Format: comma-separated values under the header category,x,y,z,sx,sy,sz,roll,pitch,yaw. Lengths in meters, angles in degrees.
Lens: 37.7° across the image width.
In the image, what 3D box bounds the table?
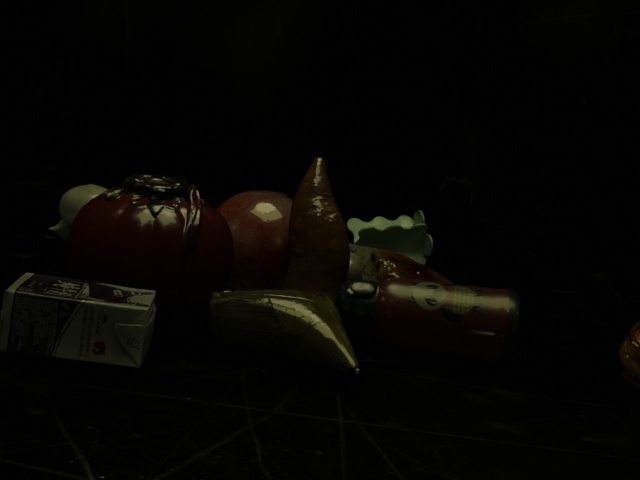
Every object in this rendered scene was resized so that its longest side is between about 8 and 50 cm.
category,x,y,z,sx,sy,sz,roll,pitch,yaw
table,0.174,0.006,2.495,0.198,0.167,0.166,-3,13,-20

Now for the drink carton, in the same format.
category,x,y,z,sx,sy,sz,roll,pitch,yaw
drink carton,-0.377,0.125,1.479,0.222,0.102,0.134,9,7,-6

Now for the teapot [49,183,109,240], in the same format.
category,x,y,z,sx,sy,sz,roll,pitch,yaw
teapot,-0.508,-0.036,2.199,0.299,0.166,0.208,26,-22,42

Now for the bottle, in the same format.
category,x,y,z,sx,sy,sz,roll,pitch,yaw
bottle,0.192,0.145,1.730,0.336,0.144,0.144,6,9,4

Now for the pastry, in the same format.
category,x,y,z,sx,sy,sz,roll,pitch,yaw
pastry,0.178,0.098,1.928,0.218,0.100,0.229,34,20,20

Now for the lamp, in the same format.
category,x,y,z,sx,sy,sz,roll,pitch,yaw
lamp,-0.308,0.013,1.712,0.303,0.257,0.303,8,12,-2

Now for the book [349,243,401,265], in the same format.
category,x,y,z,sx,sy,sz,roll,pitch,yaw
book,0.028,0.050,2.330,0.310,0.021,0.217,11,25,16

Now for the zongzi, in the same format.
category,x,y,z,sx,sy,sz,roll,pitch,yaw
zongzi,-0.063,0.163,1.541,0.228,0.115,0.256,2,21,-13

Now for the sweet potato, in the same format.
category,x,y,z,sx,sy,sz,roll,pitch,yaw
sweet potato,-0.002,-0.001,1.828,0.131,0.337,0.131,6,-8,1

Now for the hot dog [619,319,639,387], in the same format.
category,x,y,z,sx,sy,sz,roll,pitch,yaw
hot dog,0.640,0.218,1.736,0.158,0.117,0.349,18,11,20

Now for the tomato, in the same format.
category,x,y,z,sx,sy,sz,roll,pitch,yaw
tomato,-0.119,0.008,1.983,0.270,0.227,0.270,13,2,0

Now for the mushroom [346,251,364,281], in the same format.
category,x,y,z,sx,sy,sz,roll,pitch,yaw
mushroom,0.024,0.066,2.116,0.154,0.122,0.154,30,-22,13
